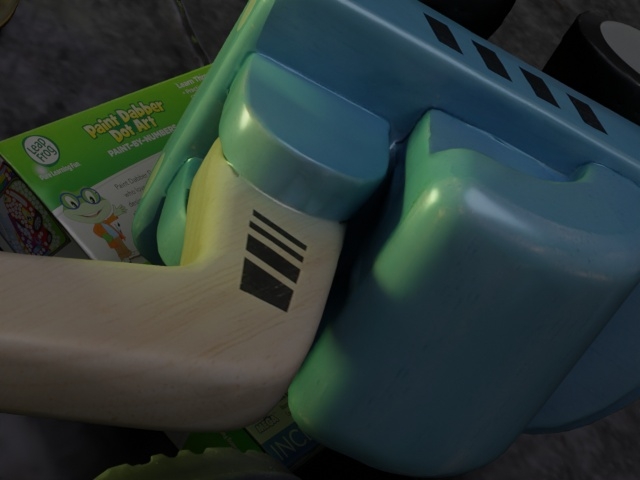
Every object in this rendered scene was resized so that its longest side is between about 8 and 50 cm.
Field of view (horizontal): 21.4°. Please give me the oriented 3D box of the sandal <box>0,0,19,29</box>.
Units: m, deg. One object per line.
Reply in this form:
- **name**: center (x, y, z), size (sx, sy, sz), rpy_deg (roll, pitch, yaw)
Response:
- **sandal**: center (-0.254, -0.156, 1.024), size (0.180, 0.049, 0.072), rpy_deg (-7, 56, -44)

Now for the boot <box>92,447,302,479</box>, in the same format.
- **boot**: center (-0.016, 0.289, 0.582), size (0.367, 0.146, 0.445), rpy_deg (-19, 45, -39)

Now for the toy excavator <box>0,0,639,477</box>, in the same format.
- **toy excavator**: center (0.000, 0.000, 0.777), size (0.433, 0.222, 0.445), rpy_deg (27, 26, -12)

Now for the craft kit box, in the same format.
- **craft kit box**: center (-0.047, 0.011, 1.021), size (0.246, 0.061, 0.250), rpy_deg (49, 38, 10)
